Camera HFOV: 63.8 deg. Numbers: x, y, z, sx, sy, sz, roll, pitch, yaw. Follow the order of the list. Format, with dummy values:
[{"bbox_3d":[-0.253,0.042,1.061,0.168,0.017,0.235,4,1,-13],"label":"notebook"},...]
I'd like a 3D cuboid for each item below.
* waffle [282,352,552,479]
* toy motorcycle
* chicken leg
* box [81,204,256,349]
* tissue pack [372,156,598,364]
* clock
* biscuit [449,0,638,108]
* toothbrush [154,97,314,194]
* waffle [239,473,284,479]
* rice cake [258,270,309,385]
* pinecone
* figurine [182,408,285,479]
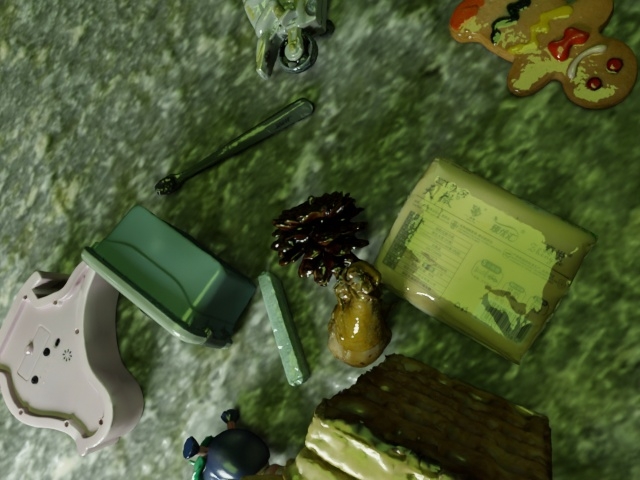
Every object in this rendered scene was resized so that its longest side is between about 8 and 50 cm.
[{"bbox_3d":[0.118,0.212,0.527,0.213,0.308,0.091,20,94,22],"label":"waffle"},{"bbox_3d":[-0.058,-0.361,0.793,0.151,0.074,0.228,5,86,23],"label":"toy motorcycle"},{"bbox_3d":[0.053,0.084,0.637,0.085,0.207,0.101,27,59,18],"label":"chicken leg"},{"bbox_3d":[-0.214,0.057,0.751,0.227,0.162,0.130,32,83,20],"label":"box"},{"bbox_3d":[0.192,0.021,0.643,0.222,0.090,0.186,30,96,22],"label":"tissue pack"},{"bbox_3d":[-0.389,0.168,0.836,0.276,0.080,0.290,25,93,20],"label":"clock"},{"bbox_3d":[0.301,-0.269,0.672,0.165,0.036,0.250,-44,71,10],"label":"biscuit"},{"bbox_3d":[-0.141,-0.147,0.818,0.297,0.030,0.030,-27,101,13],"label":"toothbrush"},{"bbox_3d":[0.056,0.405,0.523,0.305,0.077,0.348,-1,49,-3],"label":"waffle"},{"bbox_3d":[-0.054,0.125,0.746,0.029,0.033,0.170,-24,76,19],"label":"rice cake"},{"bbox_3d":[0.001,-0.001,0.695,0.140,0.140,0.120,-24,103,15],"label":"pinecone"},{"bbox_3d":[-0.087,0.316,0.705,0.195,0.111,0.102,13,98,14],"label":"figurine"}]
